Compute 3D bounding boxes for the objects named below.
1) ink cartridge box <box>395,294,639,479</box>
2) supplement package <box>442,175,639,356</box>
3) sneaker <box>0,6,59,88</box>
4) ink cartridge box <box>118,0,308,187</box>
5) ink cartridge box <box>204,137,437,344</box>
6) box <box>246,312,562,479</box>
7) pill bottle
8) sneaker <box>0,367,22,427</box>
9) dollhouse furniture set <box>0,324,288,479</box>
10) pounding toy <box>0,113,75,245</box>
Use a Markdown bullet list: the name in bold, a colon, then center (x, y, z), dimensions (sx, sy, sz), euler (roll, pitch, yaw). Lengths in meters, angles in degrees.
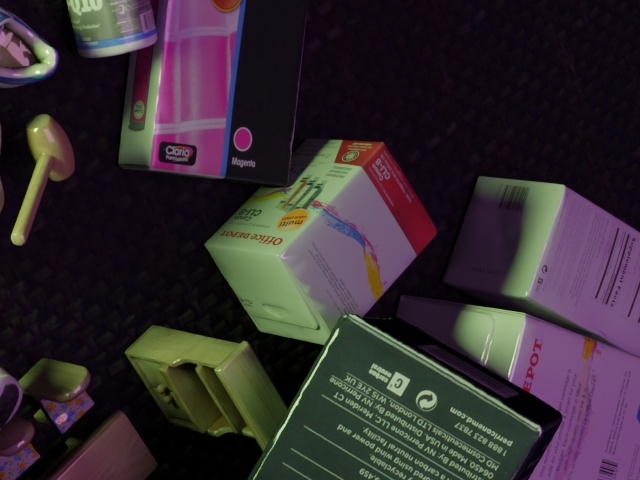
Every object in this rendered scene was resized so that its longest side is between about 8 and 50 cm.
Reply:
- **ink cartridge box**: center (0.218, 0.193, 2.126), dimensions (0.270, 0.197, 0.198), euler (21, 82, -40)
- **supplement package**: center (0.282, 0.037, 2.200), dimensions (0.244, 0.139, 0.134), euler (28, 78, -40)
- **sneaker**: center (-0.322, -0.193, 1.702), dimensions (0.211, 0.081, 0.080), euler (19, 84, -38)
- **ink cartridge box**: center (-0.095, -0.243, 1.904), dimensions (0.176, 0.069, 0.371), euler (5, 89, -40)
- **ink cartridge box**: center (0.000, 0.000, 1.964), dimensions (0.176, 0.128, 0.127), euler (-48, 122, -26)
- **box**: center (0.038, 0.287, 1.832), dimensions (0.395, 0.212, 0.293), euler (-61, 170, 2)
- **pill bottle**: center (-0.202, -0.244, 1.799), dimensions (0.078, 0.078, 0.137), euler (-22, 109, -36)
- **sneaker**: center (-0.379, 0.154, 1.581), dimensions (0.110, 0.292, 0.118), euler (5, 63, -69)
- **dollhouse furniture set**: center (-0.170, 0.202, 1.822), dimensions (0.242, 0.161, 0.212), euler (-45, 121, -27)
- **pounding toy**: center (-0.333, -0.066, 1.658), dimensions (0.269, 0.155, 0.154), euler (-35, 120, -32)
